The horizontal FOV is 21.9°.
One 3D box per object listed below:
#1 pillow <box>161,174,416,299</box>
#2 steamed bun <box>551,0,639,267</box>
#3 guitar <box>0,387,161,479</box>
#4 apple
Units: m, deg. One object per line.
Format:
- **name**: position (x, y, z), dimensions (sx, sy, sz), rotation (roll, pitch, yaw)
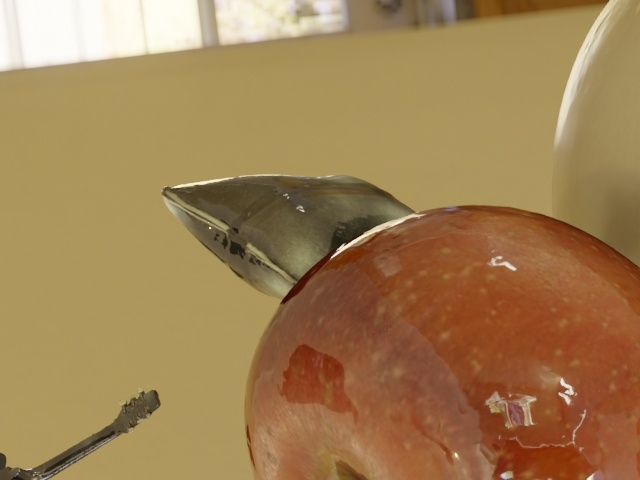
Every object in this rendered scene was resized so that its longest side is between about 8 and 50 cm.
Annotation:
- **pillow**: position (0.001, -0.002, 0.729), dimensions (0.135, 0.055, 0.091), rotation (5, -131, -54)
- **steamed bun**: position (0.260, 0.028, 0.775), dimensions (0.374, 0.241, 0.374), rotation (41, -178, -2)
- **guitar**: position (-0.205, 0.163, 1.133), dimensions (0.025, 0.233, 0.088), rotation (37, -154, -52)
- **apple**: position (0.069, 0.079, 0.616), dimensions (0.201, 0.162, 0.201), rotation (37, 138, 41)
